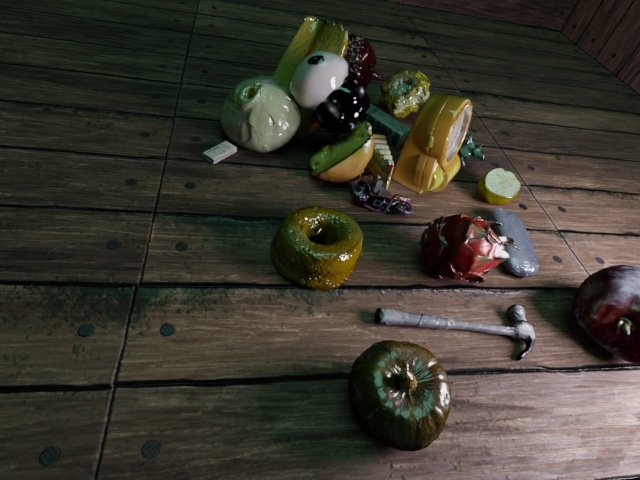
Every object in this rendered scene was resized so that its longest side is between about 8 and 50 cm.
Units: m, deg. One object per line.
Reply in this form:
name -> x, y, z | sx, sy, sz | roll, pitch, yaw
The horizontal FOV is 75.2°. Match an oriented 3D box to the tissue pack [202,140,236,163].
tissue pack -> -0.336, -0.294, 1.384 | 0.056, 0.023, 0.108 | 34, 48, 17

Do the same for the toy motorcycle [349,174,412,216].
toy motorcycle -> 0.199, -0.148, 1.345 | 0.212, 0.084, 0.118 | 19, 44, -7

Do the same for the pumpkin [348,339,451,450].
pumpkin -> 0.165, 0.301, 0.856 | 0.219, 0.162, 0.219 | 5, 49, -6

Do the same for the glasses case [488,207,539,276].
glasses case -> 0.610, 0.000, 1.320 | 0.109, 0.067, 0.282 | 12, 44, -7

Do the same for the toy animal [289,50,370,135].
toy animal -> 0.031, -0.502, 1.403 | 0.267, 0.212, 0.212 | 47, 44, -17

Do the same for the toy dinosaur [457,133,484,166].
toy dinosaur -> 0.534, -0.376, 1.659 | 0.079, 0.120, 0.292 | -29, 35, -22

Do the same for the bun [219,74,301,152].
bun -> -0.207, -0.459, 1.416 | 0.293, 0.187, 0.293 | 1, 65, -2

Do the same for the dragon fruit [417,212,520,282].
dragon fruit -> 0.405, 0.021, 1.149 | 0.274, 0.193, 0.192 | 6, 86, 21

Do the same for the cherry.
cherry -> 0.812, 0.186, 1.090 | 0.255, 0.218, 0.296 | 37, 44, 29

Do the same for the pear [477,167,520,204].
pear -> 0.627, -0.180, 1.473 | 0.141, 0.104, 0.141 | -2, 65, 5

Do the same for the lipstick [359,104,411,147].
lipstick -> 0.228, -0.477, 1.666 | 0.290, 0.077, 0.076 | 39, 50, 20

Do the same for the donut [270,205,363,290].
donut -> 0.000, 0.000, 1.138 | 0.272, 0.107, 0.272 | 9, 44, -9

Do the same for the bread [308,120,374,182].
bread -> 0.090, -0.269, 1.402 | 0.251, 0.133, 0.174 | -29, 38, 19

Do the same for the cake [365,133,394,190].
cake -> 0.213, -0.279, 1.452 | 0.090, 0.109, 0.225 | -9, 50, -23

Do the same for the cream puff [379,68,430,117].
cream puff -> 0.362, -0.625, 1.771 | 0.195, 0.221, 0.194 | 48, 26, -32

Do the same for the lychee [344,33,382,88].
lychee -> 0.117, -0.732, 1.753 | 0.300, 0.264, 0.264 | 16, 45, 7

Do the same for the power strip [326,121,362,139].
power strip -> 0.092, -0.444, 1.634 | 0.076, 0.028, 0.169 | 39, 50, 20

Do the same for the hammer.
hammer -> 0.348, 0.211, 1.073 | 0.427, 0.044, 0.152 | 9, 47, -4

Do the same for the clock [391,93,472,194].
clock -> 0.393, -0.341, 1.418 | 0.200, 0.317, 0.244 | 26, 47, 19

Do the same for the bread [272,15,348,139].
bread -> -0.061, -0.612, 1.524 | 0.233, 0.361, 0.245 | 31, 45, 14
